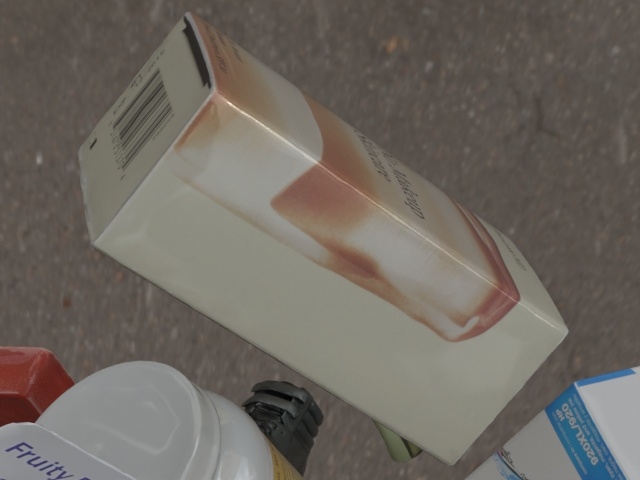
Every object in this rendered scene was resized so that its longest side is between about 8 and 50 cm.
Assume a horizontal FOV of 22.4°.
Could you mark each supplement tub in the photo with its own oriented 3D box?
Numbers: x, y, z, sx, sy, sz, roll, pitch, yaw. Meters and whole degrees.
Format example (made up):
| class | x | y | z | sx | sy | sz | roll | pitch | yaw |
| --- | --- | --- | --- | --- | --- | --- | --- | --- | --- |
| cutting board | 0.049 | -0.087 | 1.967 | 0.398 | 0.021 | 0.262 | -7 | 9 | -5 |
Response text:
| class | x | y | z | sx | sy | sz | roll | pitch | yaw |
| --- | --- | --- | --- | --- | --- | --- | --- | --- | --- |
| supplement tub | -0.112 | 0.273 | 1.438 | 0.228 | 0.316 | 0.228 | -19 | 43 | 19 |

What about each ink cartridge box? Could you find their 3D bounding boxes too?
| class | x | y | z | sx | sy | sz | roll | pitch | yaw |
| --- | --- | --- | --- | --- | --- | --- | --- | --- | --- |
| ink cartridge box | 0.282 | 0.256 | 1.626 | 0.171 | 0.233 | 0.168 | -8 | 60 | -39 |

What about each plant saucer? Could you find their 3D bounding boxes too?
| class | x | y | z | sx | sy | sz | roll | pitch | yaw |
| --- | --- | --- | --- | --- | --- | --- | --- | --- | --- |
| plant saucer | -0.380 | 0.202 | 1.822 | 0.258 | 0.259 | 0.048 | 0 | 57 | 17 |

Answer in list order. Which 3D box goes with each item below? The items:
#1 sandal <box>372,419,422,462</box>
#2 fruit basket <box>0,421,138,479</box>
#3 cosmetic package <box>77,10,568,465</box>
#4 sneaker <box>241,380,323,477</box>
| class | x | y | z | sx | sy | sz | roll | pitch | yaw |
| --- | --- | --- | --- | --- | --- | --- | --- | --- | --- |
| sandal | -0.007 | 0.071 | 1.394 | 0.086 | 0.120 | 0.303 | -26 | 101 | 11 |
| fruit basket | -0.135 | 0.206 | 0.605 | 0.353 | 0.327 | 0.165 | -22 | 50 | 25 |
| cosmetic package | 0.000 | 0.000 | 1.054 | 0.296 | 0.129 | 0.153 | 34 | 15 | -26 |
| sneaker | -0.083 | 0.225 | 1.914 | 0.104 | 0.296 | 0.147 | 13 | 77 | 22 |
